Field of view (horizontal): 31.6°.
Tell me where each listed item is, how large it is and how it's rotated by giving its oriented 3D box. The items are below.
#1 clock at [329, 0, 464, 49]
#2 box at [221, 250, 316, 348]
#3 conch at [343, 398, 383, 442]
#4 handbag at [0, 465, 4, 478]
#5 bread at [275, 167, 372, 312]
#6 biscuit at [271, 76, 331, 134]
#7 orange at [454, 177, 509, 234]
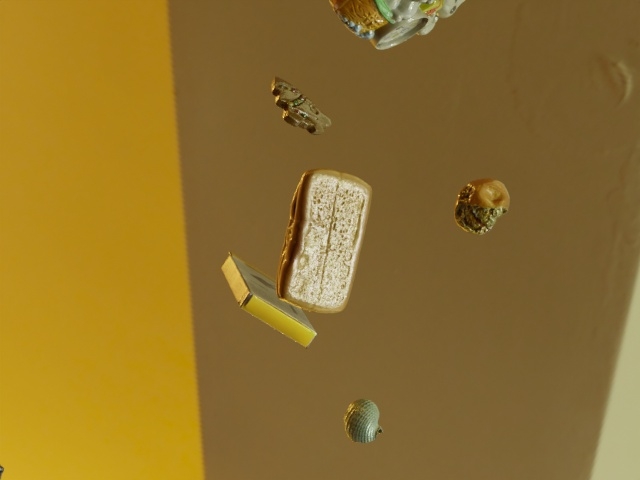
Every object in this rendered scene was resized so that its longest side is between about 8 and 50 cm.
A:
[{"bbox_3d":[0.098,-0.295,1.303,0.144,0.231,0.103,-28,-95,20],"label":"clock"},{"bbox_3d":[-0.087,0.091,1.809,0.129,0.247,0.033,32,-84,-18],"label":"box"},{"bbox_3d":[0.073,0.325,2.058,0.057,0.076,0.085,55,-8,-28],"label":"conch"},{"bbox_3d":[-0.398,0.259,0.816,0.118,0.325,0.269,32,-67,21],"label":"handbag"},{"bbox_3d":[0.000,0.000,1.587,0.077,0.116,0.200,17,-85,66],"label":"bread"},{"bbox_3d":[-0.026,-0.158,1.311,0.016,0.082,0.092,-47,-116,28],"label":"biscuit"},{"bbox_3d":[0.224,-0.053,1.603,0.062,0.086,0.086,39,-41,-18],"label":"orange"}]
